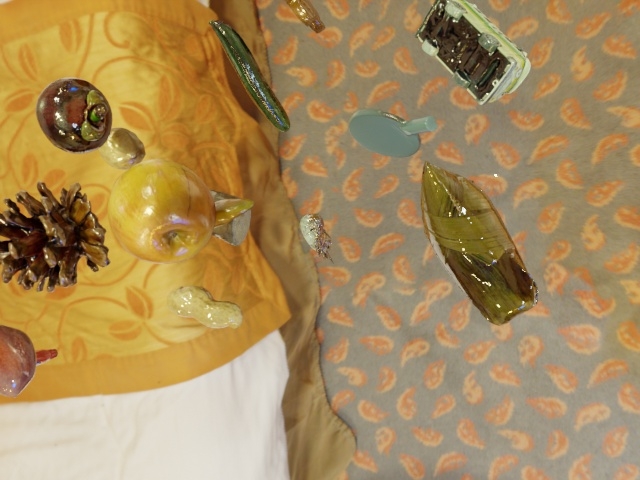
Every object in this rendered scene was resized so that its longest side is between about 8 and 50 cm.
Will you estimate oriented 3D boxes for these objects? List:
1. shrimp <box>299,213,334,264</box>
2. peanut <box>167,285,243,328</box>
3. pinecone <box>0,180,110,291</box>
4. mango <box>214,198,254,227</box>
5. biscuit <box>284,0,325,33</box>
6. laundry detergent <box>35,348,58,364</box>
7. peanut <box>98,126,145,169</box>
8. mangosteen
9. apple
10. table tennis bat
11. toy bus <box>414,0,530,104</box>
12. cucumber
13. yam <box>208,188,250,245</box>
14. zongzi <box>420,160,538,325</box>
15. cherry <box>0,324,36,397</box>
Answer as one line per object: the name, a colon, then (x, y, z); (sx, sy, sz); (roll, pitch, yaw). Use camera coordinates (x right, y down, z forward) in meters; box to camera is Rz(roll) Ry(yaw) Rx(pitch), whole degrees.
shrimp: (0.000, 0.000, 1.725); (0.079, 0.090, 0.233); (-19, 131, 12)
peanut: (-0.381, 0.223, 1.782); (0.263, 0.101, 0.117); (22, 95, 7)
pinecone: (-0.445, -0.004, 0.878); (0.195, 0.150, 0.179); (-26, 80, -2)
mango: (-0.279, -0.083, 1.564); (0.187, 0.101, 0.066); (-14, 113, 21)
biscuit: (-0.055, -0.545, 1.217); (0.039, 0.236, 0.180); (-42, 110, 17)
laundry detergent: (-0.865, 0.359, 1.620); (0.097, 0.165, 0.049); (-24, 83, 17)
peanut: (-0.701, -0.325, 1.896); (0.140, 0.109, 0.159); (-44, 104, -18)
mangosteen: (-0.696, -0.365, 1.549); (0.216, 0.216, 0.216); (2, 97, 18)
apple: (-0.412, -0.072, 1.425); (0.286, 0.286, 0.233); (-47, 56, 17)
table tennis bat: (0.208, -0.309, 1.546); (0.215, 0.329, 0.044); (34, 74, -27)
toy bus: (0.381, -0.466, 1.318); (0.276, 0.164, 0.134); (56, 136, 23)
cucumber: (-0.143, -0.344, 1.152); (0.056, 0.056, 0.284); (-22, 126, 19)
yam: (-0.330, -0.084, 1.729); (0.254, 0.154, 0.154); (18, 102, 31)
zongzi: (0.263, 0.003, 0.938); (0.138, 0.300, 0.286); (-30, 70, 13)
cherry: (-0.508, 0.185, 0.868); (0.126, 0.106, 0.087); (32, 96, 8)
